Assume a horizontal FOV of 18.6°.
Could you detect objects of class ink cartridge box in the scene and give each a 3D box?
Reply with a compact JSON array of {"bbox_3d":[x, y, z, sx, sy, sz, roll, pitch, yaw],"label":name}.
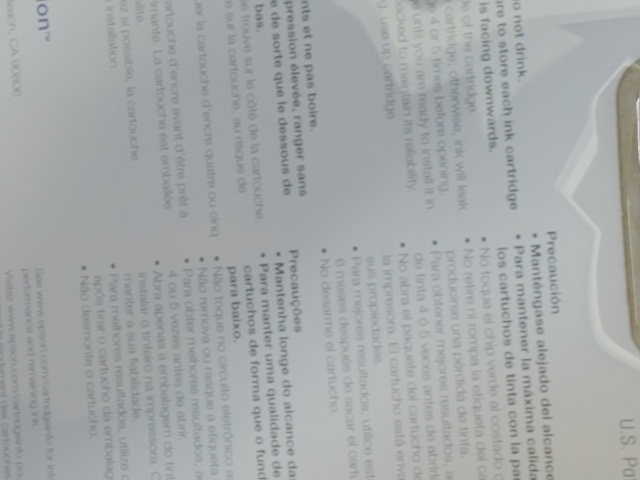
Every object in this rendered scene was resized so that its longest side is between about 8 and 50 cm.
[{"bbox_3d":[0.000,0.000,0.437,0.224,0.045,0.223,-3,89,21],"label":"ink cartridge box"}]
